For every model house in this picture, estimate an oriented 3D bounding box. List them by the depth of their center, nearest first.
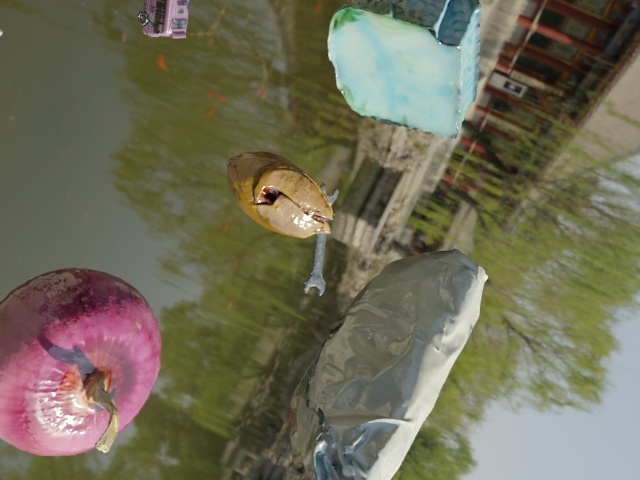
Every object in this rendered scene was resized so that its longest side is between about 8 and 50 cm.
[{"bbox_3d":[0.166,-0.354,1.180,0.241,0.225,0.261,-62,160,-22],"label":"model house"}]

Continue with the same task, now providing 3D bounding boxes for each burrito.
[{"bbox_3d":[0.063,0.140,0.759,0.445,0.139,0.101,-48,156,-49],"label":"burrito"}]

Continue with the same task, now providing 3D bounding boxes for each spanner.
[{"bbox_3d":[0.000,0.000,1.515,0.015,0.054,0.255,-133,-133,-62],"label":"spanner"}]

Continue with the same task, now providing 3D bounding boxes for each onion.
[{"bbox_3d":[-0.448,0.235,1.338,0.358,0.344,0.358,15,90,-73],"label":"onion"}]

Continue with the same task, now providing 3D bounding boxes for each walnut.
[{"bbox_3d":[-0.074,-0.083,1.347,0.137,0.245,0.137,-40,-149,30],"label":"walnut"}]

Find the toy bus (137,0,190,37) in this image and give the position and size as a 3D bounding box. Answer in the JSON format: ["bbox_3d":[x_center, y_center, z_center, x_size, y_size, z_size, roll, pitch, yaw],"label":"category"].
[{"bbox_3d":[-0.341,-0.541,1.584,0.087,0.098,0.178,-29,138,-55],"label":"toy bus"}]

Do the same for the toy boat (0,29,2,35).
[{"bbox_3d":[-0.755,-0.407,1.335,0.142,0.309,0.129,85,9,-70],"label":"toy boat"}]
